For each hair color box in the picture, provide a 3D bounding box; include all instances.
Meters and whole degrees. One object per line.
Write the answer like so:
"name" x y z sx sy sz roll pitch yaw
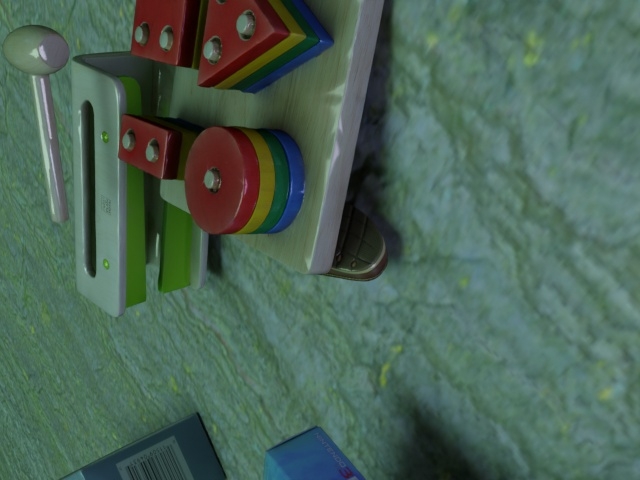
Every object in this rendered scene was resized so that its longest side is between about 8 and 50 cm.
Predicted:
"hair color box" -0.315 0.390 1.190 0.374 0.185 0.114 -36 77 54

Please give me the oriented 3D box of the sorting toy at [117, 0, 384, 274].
"sorting toy" -0.082 -0.129 0.653 0.255 0.089 0.257 25 110 45

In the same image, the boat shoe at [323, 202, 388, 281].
"boat shoe" 0.000 0.000 0.697 0.178 0.064 0.060 21 155 45

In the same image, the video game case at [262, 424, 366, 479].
"video game case" 0.037 0.330 0.606 0.269 0.061 0.244 41 135 40

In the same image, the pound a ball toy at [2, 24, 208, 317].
"pound a ball toy" -0.237 -0.081 0.817 0.135 0.208 0.319 27 122 38
